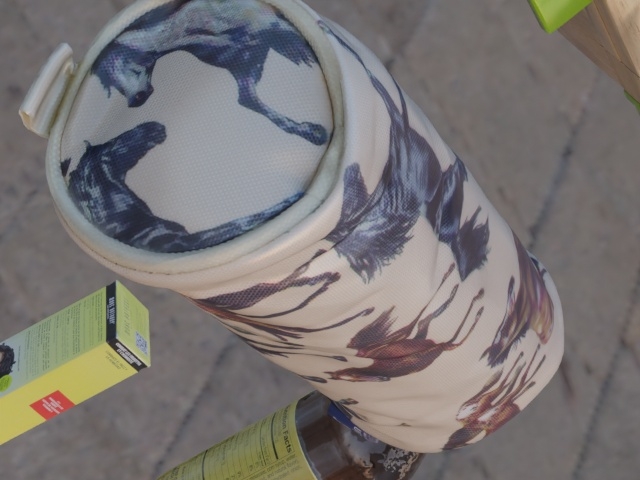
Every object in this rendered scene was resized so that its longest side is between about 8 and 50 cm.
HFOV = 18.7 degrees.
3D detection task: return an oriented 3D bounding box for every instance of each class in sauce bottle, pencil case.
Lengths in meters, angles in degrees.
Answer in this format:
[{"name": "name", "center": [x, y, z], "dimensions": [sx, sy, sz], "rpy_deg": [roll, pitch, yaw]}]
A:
[{"name": "sauce bottle", "center": [0.001, 0.183, 1.595], "dimensions": [0.111, 0.344, 0.111], "rpy_deg": [49, 24, -31]}, {"name": "pencil case", "center": [0.000, 0.000, 1.067], "dimensions": [0.410, 0.183, 0.160], "rpy_deg": [41, 56, -62]}]

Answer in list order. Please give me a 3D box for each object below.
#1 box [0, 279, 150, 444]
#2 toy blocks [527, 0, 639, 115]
[{"name": "box", "center": [-0.278, 0.131, 1.912], "dimensions": [0.058, 0.232, 0.087], "rpy_deg": [49, 20, -37]}, {"name": "toy blocks", "center": [0.181, -0.275, 1.486], "dimensions": [0.261, 0.190, 0.381], "rpy_deg": [50, -3, 45]}]
